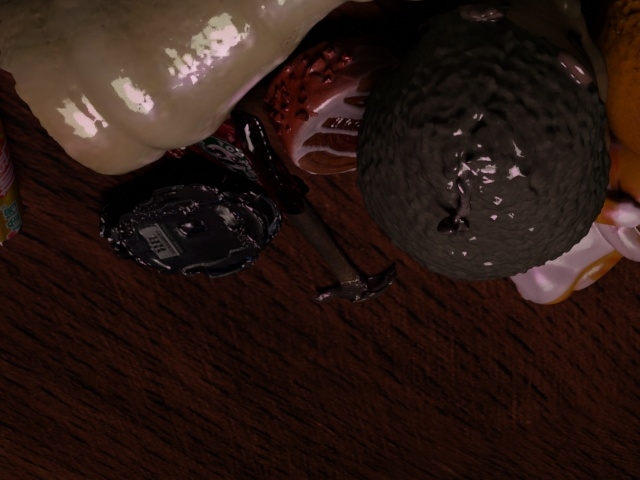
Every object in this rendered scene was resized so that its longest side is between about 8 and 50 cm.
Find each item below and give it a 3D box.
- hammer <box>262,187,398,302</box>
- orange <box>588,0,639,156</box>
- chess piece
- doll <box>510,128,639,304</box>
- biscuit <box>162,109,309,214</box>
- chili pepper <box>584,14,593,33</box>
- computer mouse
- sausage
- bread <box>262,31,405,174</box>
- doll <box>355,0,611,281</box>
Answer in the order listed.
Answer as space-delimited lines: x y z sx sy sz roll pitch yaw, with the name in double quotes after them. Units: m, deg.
0.000 0.001 1.743 0.125 0.027 0.297 -14 147 18 "hammer"
0.351 -0.166 1.309 0.236 0.236 0.236 -2 149 -1 "orange"
-0.028 -0.231 1.169 0.442 0.234 0.234 -21 145 21 "chess piece"
0.301 -0.035 1.583 0.269 0.162 0.167 -18 123 33 "doll"
-0.116 -0.105 1.458 0.235 0.063 0.151 23 168 38 "biscuit"
0.203 -0.140 1.479 0.100 0.074 0.257 19 141 -28 "chili pepper"
-0.145 -0.026 1.632 0.241 0.077 0.146 -12 129 27 "computer mouse"
-0.361 -0.126 1.462 0.082 0.082 0.371 -1 148 -3 "sausage"
0.023 -0.134 1.432 0.160 0.073 0.160 -20 154 -10 "bread"
0.147 -0.095 1.263 0.247 0.247 0.349 -5 170 4 "doll"
